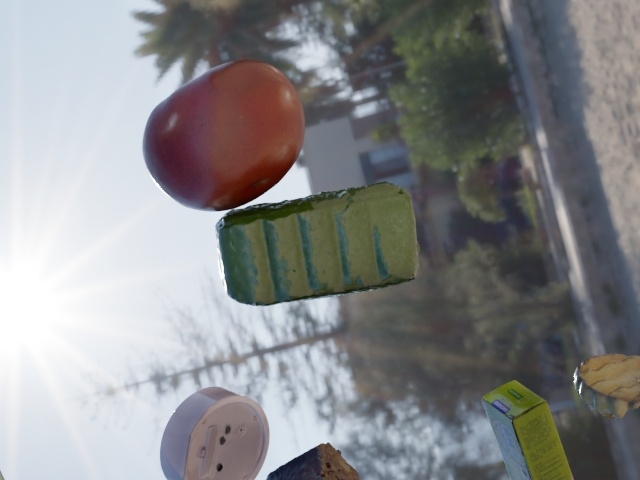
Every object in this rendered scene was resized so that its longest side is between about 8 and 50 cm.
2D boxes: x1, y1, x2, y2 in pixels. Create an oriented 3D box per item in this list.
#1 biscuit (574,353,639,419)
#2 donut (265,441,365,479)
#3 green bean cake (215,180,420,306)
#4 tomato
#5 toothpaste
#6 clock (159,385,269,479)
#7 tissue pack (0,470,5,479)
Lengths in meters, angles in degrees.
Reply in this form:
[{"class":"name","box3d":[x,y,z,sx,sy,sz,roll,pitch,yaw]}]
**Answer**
[{"class":"biscuit","box3d":[0.459,0.230,1.795,0.183,0.118,0.061,-44,-44,-63]},{"class":"donut","box3d":[-0.017,0.351,1.413,0.144,0.187,0.126,34,-146,-32]},{"class":"green bean cake","box3d":[0.000,0.000,1.383,0.222,0.248,0.124,-105,8,-87]},{"class":"tomato","box3d":[-0.107,-0.116,1.308,0.136,0.195,0.195,60,-174,14]},{"class":"toothpaste","box3d":[0.393,0.415,2.057,0.327,0.077,0.110,68,166,-21]},{"class":"clock","box3d":[-0.183,0.357,1.988,0.197,0.068,0.196,-14,-70,-42]},{"class":"tissue pack","box3d":[-0.750,0.448,2.184,0.185,0.257,0.081,63,-166,3]}]
